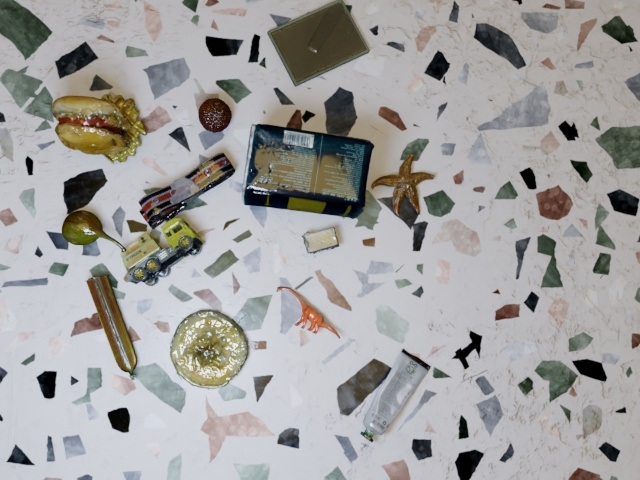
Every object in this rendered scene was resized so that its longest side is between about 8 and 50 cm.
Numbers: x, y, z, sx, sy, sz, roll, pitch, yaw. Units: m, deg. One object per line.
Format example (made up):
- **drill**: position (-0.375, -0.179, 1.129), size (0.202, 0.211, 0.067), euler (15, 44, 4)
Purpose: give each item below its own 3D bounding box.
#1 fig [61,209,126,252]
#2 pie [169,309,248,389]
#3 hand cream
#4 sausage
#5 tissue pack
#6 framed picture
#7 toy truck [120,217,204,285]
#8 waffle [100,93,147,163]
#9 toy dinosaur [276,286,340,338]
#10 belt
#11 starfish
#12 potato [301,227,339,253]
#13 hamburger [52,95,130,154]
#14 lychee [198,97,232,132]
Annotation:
- **fig**: position (-0.758, -0.019, 1.833), size (0.236, 0.124, 0.124), euler (24, 82, 14)
- **pie**: position (-0.381, 0.372, 1.867), size (0.274, 0.055, 0.274), euler (0, 83, -4)
- **hand cream**: position (0.251, 0.546, 1.900), size (0.121, 0.076, 0.336), euler (37, 75, -5)
- **sausage**: position (-0.694, 0.297, 1.844), size (0.082, 0.082, 0.371), euler (-21, 86, -7)
- **tissue pack**: position (-0.045, -0.232, 1.866), size (0.417, 0.253, 0.264), euler (6, 84, -4)
- **framed picture**: position (-0.007, -0.747, 2.050), size (0.324, 0.020, 0.240), euler (-28, 86, -8)
- **toy truck**: position (-0.551, 0.031, 1.864), size (0.272, 0.124, 0.157), euler (-35, 77, -4)
- **waffle**: position (-0.720, -0.404, 1.931), size (0.229, 0.057, 0.219), euler (42, 83, 0)
- **toy dinosaur**: position (-0.049, 0.263, 1.910), size (0.280, 0.055, 0.101), euler (32, 72, 1)
- **belt**: position (-0.462, -0.179, 1.893), size (0.359, 0.126, 0.094), euler (-37, 80, -11)
- **starfish**: position (0.306, -0.204, 2.000), size (0.241, 0.043, 0.227), euler (-4, 83, -2)
- **potato**: position (-0.002, 0.001, 1.940), size (0.122, 0.061, 0.086), euler (-15, 85, -4)
- **hamburger**: position (-0.750, -0.382, 1.786), size (0.244, 0.244, 0.163), euler (0, 82, -5)
- **lychee**: position (-0.372, -0.442, 1.935), size (0.123, 0.123, 0.129), euler (-40, 52, -8)
